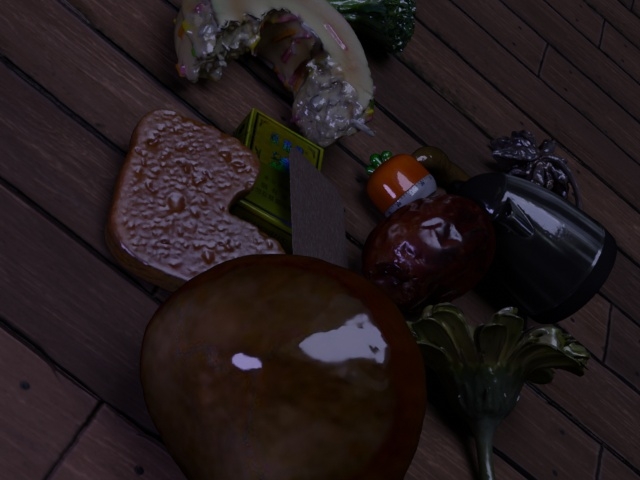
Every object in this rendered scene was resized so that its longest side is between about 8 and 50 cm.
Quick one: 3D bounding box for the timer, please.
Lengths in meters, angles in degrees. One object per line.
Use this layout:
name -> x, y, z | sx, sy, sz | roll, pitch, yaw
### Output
timer -> 0.127, -0.099, 1.892 | 0.136, 0.099, 0.136 | 29, 27, -16

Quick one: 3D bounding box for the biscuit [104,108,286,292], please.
biscuit -> -0.160, -0.041, 1.548 | 0.262, 0.052, 0.277 | 16, 56, -13

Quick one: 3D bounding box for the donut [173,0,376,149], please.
donut -> -0.081, -0.318, 1.848 | 0.371, 0.150, 0.307 | 26, 41, -25

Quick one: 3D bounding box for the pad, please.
pad -> 0.000, 0.000, 1.670 | 0.176, 0.002, 0.266 | 42, 37, -49

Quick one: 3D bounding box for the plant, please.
plant -> 0.254, 0.210, 1.695 | 0.306, 0.296, 0.261 | -3, 16, 5

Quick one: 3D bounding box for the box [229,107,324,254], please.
box -> -0.074, -0.090, 1.717 | 0.141, 0.064, 0.220 | 28, 43, -21

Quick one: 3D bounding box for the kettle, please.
kettle -> 0.346, -0.025, 1.921 | 0.271, 0.207, 0.250 | 38, 34, -19

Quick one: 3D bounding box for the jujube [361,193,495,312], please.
jujube -> 0.169, 0.016, 1.752 | 0.183, 0.183, 0.243 | 51, 40, 7

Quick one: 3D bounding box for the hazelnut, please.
hazelnut -> -0.030, 0.180, 1.322 | 0.366, 0.366, 0.365 | 25, 42, -25

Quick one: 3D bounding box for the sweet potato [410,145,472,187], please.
sweet potato -> 0.228, -0.129, 2.039 | 0.249, 0.059, 0.069 | 24, 17, -45

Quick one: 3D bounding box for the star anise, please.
star anise -> 0.443, -0.141, 2.230 | 0.231, 0.089, 0.209 | 25, 48, -7

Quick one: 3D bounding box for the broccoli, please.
broccoli -> 0.087, -0.459, 2.149 | 0.194, 0.194, 0.219 | -3, 82, -45
